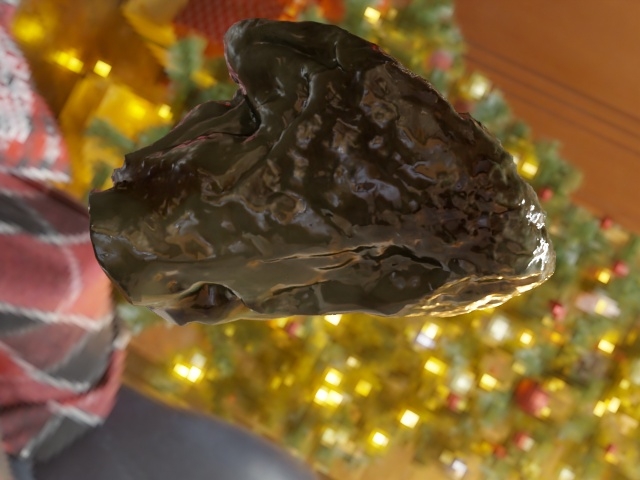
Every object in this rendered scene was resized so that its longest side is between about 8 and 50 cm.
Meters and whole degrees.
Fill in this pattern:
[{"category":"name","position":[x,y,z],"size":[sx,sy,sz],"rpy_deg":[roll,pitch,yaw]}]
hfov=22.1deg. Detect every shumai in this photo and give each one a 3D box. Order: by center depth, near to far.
[{"category":"shumai","position":[0.000,0.000,1.043],"size":[0.203,0.272,0.222],"rpy_deg":[-55,146,-16]}]
